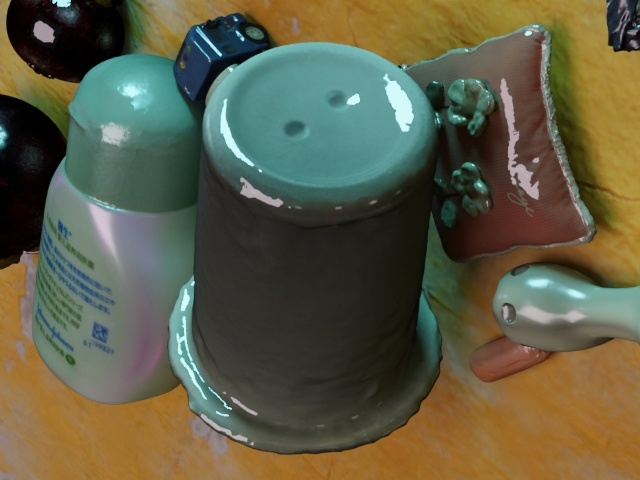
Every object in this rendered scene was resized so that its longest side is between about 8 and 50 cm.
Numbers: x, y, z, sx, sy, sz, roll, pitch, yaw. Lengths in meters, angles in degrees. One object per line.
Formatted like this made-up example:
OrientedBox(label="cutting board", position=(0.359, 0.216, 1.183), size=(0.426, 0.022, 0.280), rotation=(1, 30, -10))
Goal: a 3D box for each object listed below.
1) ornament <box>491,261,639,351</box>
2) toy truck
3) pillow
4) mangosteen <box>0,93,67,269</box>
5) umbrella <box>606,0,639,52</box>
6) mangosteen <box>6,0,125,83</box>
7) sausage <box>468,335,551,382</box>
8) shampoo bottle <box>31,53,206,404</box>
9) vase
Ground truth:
OrientedBox(label="ornament", position=(0.210, 0.058, 1.305), size=(0.156, 0.081, 0.075), rotation=(2, 67, 42))
OrientedBox(label="toy truck", position=(-0.054, -0.117, 1.497), size=(0.201, 0.088, 0.074), rotation=(50, 135, 21))
OrientedBox(label="pillow", position=(0.134, -0.072, 1.330), size=(0.171, 0.075, 0.179), rotation=(-12, 96, 48))
OrientedBox(label="mangosteen", position=(-0.357, -0.054, 1.782), size=(0.194, 0.194, 0.230), rotation=(39, 164, 30))
OrientedBox(label="umbrella", position=(0.222, -0.233, 1.207), size=(0.050, 0.046, 0.188), rotation=(-8, 95, 33))
OrientedBox(label="mangosteen", position=(-0.249, -0.227, 1.648), size=(0.140, 0.140, 0.140), rotation=(18, 117, 41))
OrientedBox(label="sausage", position=(0.162, 0.097, 1.393), size=(0.083, 0.034, 0.034), rotation=(-29, 83, 46))
OrientedBox(label="shampoo bottle", position=(-0.191, -0.020, 1.627), size=(0.222, 0.151, 0.349), rotation=(45, 133, 42))
OrientedBox(label="vase", position=(0.000, 0.000, 1.321), size=(0.245, 0.245, 0.291), rotation=(44, 148, 26))
